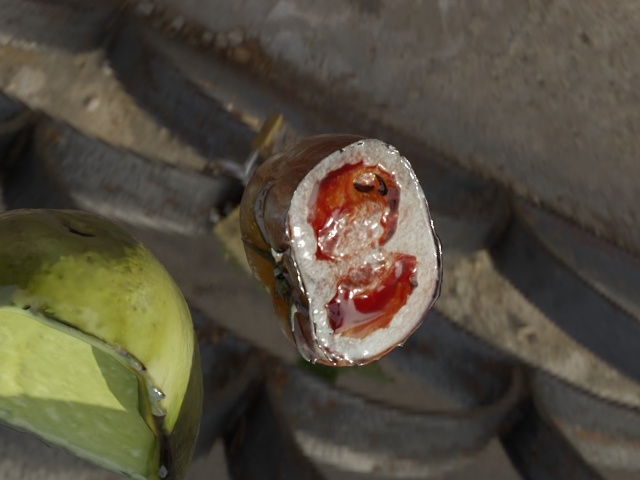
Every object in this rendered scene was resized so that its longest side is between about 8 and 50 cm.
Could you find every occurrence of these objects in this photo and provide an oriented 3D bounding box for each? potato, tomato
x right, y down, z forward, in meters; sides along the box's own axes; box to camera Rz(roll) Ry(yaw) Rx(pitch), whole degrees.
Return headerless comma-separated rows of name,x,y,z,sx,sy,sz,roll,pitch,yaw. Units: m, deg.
potato,-0.230,0.053,1.671,0.330,0.213,0.280,23,150,-5
tomato,0.000,0.000,1.657,0.181,0.155,0.214,-24,115,-28

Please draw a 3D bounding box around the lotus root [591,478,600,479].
lotus root,0.200,0.242,1.324,0.088,0.088,0.165,-3,141,4
